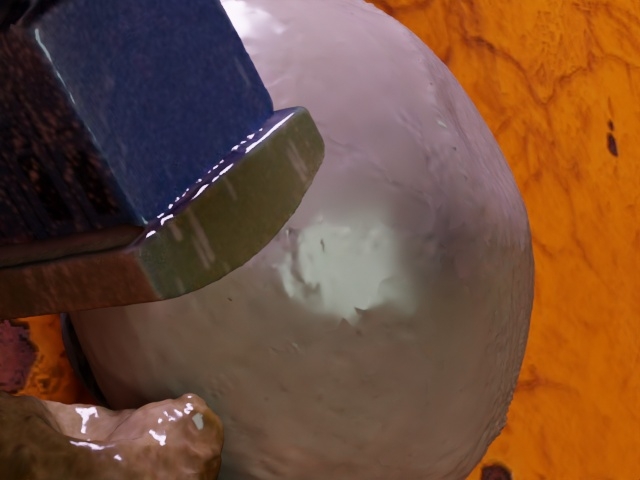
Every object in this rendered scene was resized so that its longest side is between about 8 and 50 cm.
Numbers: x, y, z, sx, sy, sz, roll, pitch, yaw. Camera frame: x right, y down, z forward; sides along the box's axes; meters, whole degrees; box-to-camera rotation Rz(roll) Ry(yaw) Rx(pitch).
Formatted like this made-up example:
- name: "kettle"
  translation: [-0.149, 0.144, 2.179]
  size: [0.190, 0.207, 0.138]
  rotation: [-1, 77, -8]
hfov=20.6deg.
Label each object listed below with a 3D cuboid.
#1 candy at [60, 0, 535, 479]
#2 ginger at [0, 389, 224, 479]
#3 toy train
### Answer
- name: "candy"
  translation: [0.000, 0.000, 0.896]
  size: [0.295, 0.185, 0.295]
  rotation: [8, 76, -34]
- name: "ginger"
  translation: [-0.105, 0.197, 0.784]
  size: [0.219, 0.123, 0.270]
  rotation: [-23, 97, -19]
- name: "toy train"
  translation: [-0.154, -0.067, 0.712]
  size: [0.131, 0.300, 0.202]
  rotation: [-47, 117, -40]
